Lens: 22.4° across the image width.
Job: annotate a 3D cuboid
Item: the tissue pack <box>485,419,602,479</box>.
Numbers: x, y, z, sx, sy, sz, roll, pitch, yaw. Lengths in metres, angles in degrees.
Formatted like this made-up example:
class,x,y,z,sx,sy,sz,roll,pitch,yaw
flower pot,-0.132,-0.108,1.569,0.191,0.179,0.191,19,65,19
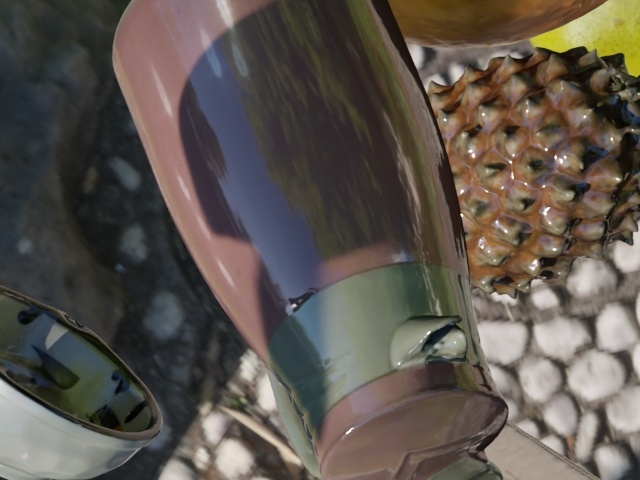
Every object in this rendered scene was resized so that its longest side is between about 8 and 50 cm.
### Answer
class,x,y,z,sx,sy,sz,roll,pitch,yaw
tissue pack,0.158,0.245,1.195,0.071,0.325,0.170,40,85,-20

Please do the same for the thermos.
class,x,y,z,sx,sy,sz,roll,pitch,yaw
thermos,0.000,0.000,0.789,0.146,0.176,0.265,-8,58,-22

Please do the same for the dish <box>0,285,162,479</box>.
class,x,y,z,sx,sy,sz,roll,pitch,yaw
dish,-0.309,0.159,1.663,0.303,0.303,0.120,38,100,21

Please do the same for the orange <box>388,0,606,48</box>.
class,x,y,z,sx,sy,sz,roll,pitch,yaw
orange,0.136,-0.335,1.228,0.424,0.424,0.326,-41,64,-2

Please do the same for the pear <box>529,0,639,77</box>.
class,x,y,z,sx,sy,sz,roll,pitch,yaw
pear,0.340,-0.285,1.672,0.294,0.294,0.294,-4,72,12

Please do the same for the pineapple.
class,x,y,z,sx,sy,sz,roll,pitch,yaw
pineapple,0.202,-0.077,1.082,0.361,0.175,0.175,-27,65,37
